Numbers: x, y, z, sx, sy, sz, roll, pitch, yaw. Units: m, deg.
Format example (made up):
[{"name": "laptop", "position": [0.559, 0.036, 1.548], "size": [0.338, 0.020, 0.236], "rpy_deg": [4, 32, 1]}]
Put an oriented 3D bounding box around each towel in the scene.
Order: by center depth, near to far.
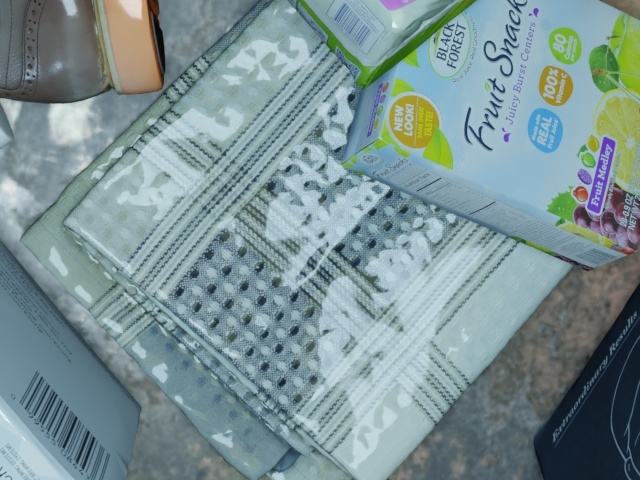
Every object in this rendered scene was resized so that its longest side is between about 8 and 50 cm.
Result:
[{"name": "towel", "position": [0.000, 0.000, 1.092], "size": [0.324, 0.056, 0.312], "rpy_deg": [-46, 101, -2]}]

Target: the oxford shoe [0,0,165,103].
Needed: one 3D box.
[{"name": "oxford shoe", "position": [-0.197, -0.269, 0.998], "size": [0.132, 0.130, 0.364], "rpy_deg": [-10, 96, -1]}]

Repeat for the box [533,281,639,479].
[{"name": "box", "position": [0.320, 0.158, 0.955], "size": [0.212, 0.395, 0.294], "rpy_deg": [23, 112, -12]}]

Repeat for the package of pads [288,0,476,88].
[{"name": "package of pads", "position": [0.064, -0.277, 0.993], "size": [0.296, 0.101, 0.229], "rpy_deg": [-40, 83, -20]}]

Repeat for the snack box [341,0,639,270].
[{"name": "snack box", "position": [0.136, -0.098, 1.059], "size": [0.207, 0.070, 0.175], "rpy_deg": [21, 69, -16]}]

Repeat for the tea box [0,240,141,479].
[{"name": "tea box", "position": [-0.342, 0.109, 0.942], "size": [0.323, 0.220, 0.329], "rpy_deg": [-38, 101, 6]}]

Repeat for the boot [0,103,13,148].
[{"name": "boot", "position": [-0.295, -0.123, 1.029], "size": [0.086, 0.069, 0.190], "rpy_deg": [-36, 92, 3]}]
